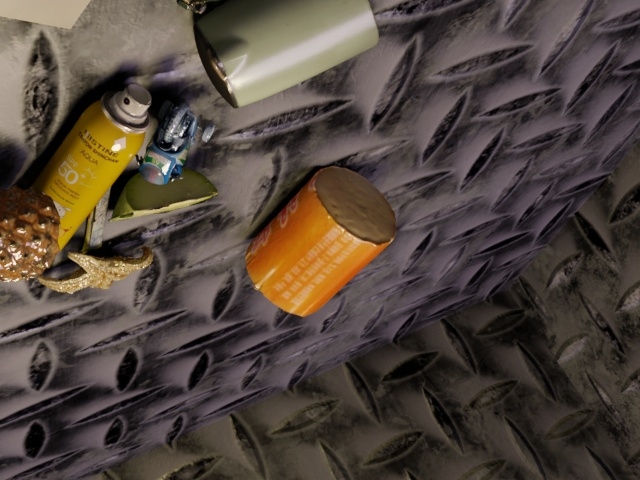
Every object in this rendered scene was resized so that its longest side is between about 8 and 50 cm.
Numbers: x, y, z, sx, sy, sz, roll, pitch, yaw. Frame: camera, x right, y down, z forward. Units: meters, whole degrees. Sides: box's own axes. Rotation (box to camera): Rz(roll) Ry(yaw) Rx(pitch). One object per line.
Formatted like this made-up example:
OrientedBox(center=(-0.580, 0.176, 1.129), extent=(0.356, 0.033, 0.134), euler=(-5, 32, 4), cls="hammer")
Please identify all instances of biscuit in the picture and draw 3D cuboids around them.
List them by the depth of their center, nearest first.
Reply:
OrientedBox(center=(-0.407, -0.052, 1.727), extent=(0.048, 0.026, 0.292), euler=(-23, 159, -30), cls="biscuit")

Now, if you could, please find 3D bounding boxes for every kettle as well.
OrientedBox(center=(-0.061, -0.314, 1.449), extent=(0.255, 0.165, 0.240), euler=(-30, -172, -4), cls="kettle")

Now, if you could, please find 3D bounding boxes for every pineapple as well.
OrientedBox(center=(-0.563, -0.016, 1.361), extent=(0.364, 0.165, 0.165), euler=(4, 141, -42), cls="pineapple")

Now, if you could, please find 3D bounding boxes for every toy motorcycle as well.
OrientedBox(center=(-0.244, -0.153, 1.545), extent=(0.135, 0.092, 0.254), euler=(-63, -176, -2), cls="toy motorcycle")

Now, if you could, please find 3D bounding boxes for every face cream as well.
OrientedBox(center=(-0.377, -0.118, 1.506), extent=(0.105, 0.105, 0.349), euler=(-4, 146, -52), cls="face cream")

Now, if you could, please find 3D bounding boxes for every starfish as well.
OrientedBox(center=(-0.440, 0.060, 1.864), extent=(0.216, 0.071, 0.238), euler=(-26, 163, -5), cls="starfish")

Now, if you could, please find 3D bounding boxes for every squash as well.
OrientedBox(center=(-0.311, -0.091, 1.736), extent=(0.192, 0.085, 0.184), euler=(-13, -178, -35), cls="squash")

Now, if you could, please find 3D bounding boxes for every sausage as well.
OrientedBox(center=(0.000, 0.000, 2.140), extent=(0.233, 0.233, 0.287), euler=(-5, 148, -51), cls="sausage")

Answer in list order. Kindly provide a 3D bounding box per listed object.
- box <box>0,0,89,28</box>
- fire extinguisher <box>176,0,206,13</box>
OrientedBox(center=(-0.336, -0.331, 1.149), extent=(0.130, 0.051, 0.129), euler=(-44, 156, 30), cls="box")
OrientedBox(center=(-0.118, -0.410, 1.225), extent=(0.095, 0.114, 0.311), euler=(27, 128, -20), cls="fire extinguisher")
